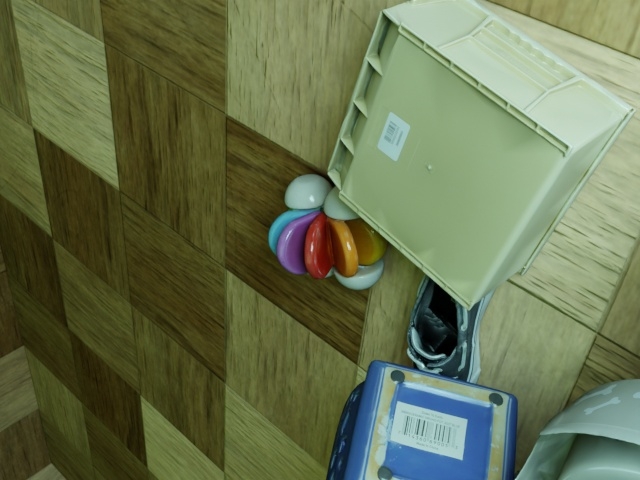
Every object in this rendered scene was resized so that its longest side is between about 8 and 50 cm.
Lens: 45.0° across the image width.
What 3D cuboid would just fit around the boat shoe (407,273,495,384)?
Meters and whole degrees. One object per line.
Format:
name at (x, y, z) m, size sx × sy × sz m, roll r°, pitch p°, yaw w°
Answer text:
boat shoe at (0.164, 0.136, 1.055) m, size 0.108 × 0.102 × 0.301 m, roll 35°, pitch 137°, yaw 28°

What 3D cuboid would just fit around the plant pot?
plant pot at (0.132, 0.299, 1.017) m, size 0.236 × 0.236 × 0.212 m, roll 14°, pitch 142°, yaw 4°

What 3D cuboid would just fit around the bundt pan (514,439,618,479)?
bundt pan at (0.399, 0.356, 0.927) m, size 0.331 × 0.124 × 0.331 m, roll 27°, pitch 133°, yaw 33°

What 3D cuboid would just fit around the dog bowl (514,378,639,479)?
dog bowl at (0.344, 0.274, 0.709) m, size 0.349 × 0.102 × 0.349 m, roll 32°, pitch 145°, yaw 26°

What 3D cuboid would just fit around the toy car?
toy car at (0.000, 0.000, 1.115) m, size 0.182 × 0.136 × 0.159 m, roll 16°, pitch 126°, yaw 42°

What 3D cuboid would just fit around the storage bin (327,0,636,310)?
storage bin at (0.158, -0.103, 0.881) m, size 0.260 × 0.123 × 0.262 m, roll 43°, pitch 141°, yaw 20°
